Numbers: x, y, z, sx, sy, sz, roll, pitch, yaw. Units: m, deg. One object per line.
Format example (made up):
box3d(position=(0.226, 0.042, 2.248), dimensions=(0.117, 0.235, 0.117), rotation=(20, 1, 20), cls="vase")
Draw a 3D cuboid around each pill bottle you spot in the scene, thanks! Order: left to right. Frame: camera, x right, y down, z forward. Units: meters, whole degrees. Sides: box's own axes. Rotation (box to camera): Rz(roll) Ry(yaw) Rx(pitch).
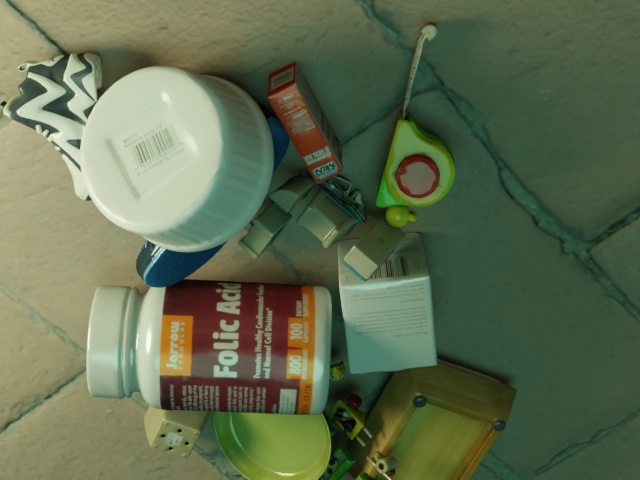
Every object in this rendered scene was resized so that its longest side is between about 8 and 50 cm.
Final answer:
box3d(position=(-0.184, 0.177, 1.767), dimensions=(0.392, 0.224, 0.224), rotation=(3, 120, -4), cls="pill bottle")

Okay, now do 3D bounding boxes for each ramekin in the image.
box3d(position=(-0.221, -0.126, 1.555), dimensions=(0.277, 0.135, 0.277), rotation=(-2, 84, 21), cls="ramekin")

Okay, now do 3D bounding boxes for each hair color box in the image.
box3d(position=(-0.023, -0.184, 1.637), dimensions=(0.053, 0.093, 0.167), rotation=(-25, 117, 13), cls="hair color box")

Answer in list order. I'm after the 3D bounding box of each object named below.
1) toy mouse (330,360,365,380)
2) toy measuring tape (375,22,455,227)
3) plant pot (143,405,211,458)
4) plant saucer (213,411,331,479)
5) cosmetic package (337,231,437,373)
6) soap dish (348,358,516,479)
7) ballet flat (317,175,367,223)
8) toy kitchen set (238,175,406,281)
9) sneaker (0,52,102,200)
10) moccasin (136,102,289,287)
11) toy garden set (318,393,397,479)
box3d(position=(0.078, 0.220, 1.864), dimensions=(0.143, 0.161, 0.031), rotation=(-18, 87, -8), cls="toy mouse")
box3d(position=(0.173, -0.170, 1.648), dimensions=(0.121, 0.121, 0.330), rotation=(11, 110, -8), cls="toy measuring tape")
box3d(position=(-0.263, 0.338, 1.931), dimensions=(0.109, 0.096, 0.109), rotation=(21, 117, -14), cls="plant pot")
box3d(position=(-0.084, 0.348, 1.932), dimensions=(0.241, 0.037, 0.241), rotation=(8, 111, 22), cls="plant saucer")
box3d(position=(0.112, 0.106, 1.776), dimensions=(0.151, 0.151, 0.183), rotation=(-5, 120, 2), cls="cosmetic package")
box3d(position=(0.203, 0.365, 1.950), dimensions=(0.229, 0.118, 0.291), rotation=(20, 116, -13), cls="soap dish")
box3d(position=(0.045, -0.074, 1.737), dimensions=(0.114, 0.041, 0.041), rotation=(40, 112, -23), cls="ballet flat")
box3d(position=(0.000, 0.000, 1.726), dimensions=(0.207, 0.122, 0.166), rotation=(41, 127, 5), cls="toy kitchen set")
box3d(position=(-0.418, -0.177, 1.629), dimensions=(0.153, 0.094, 0.235), rotation=(2, 120, -2), cls="sneaker")
box3d(position=(-0.183, -0.075, 1.684), dimensions=(0.342, 0.117, 0.138), rotation=(-48, 151, 9), cls="moccasin")
box3d(position=(0.056, 0.422, 1.912), dimensions=(0.049, 0.244, 0.204), rotation=(-7, 141, -49), cls="toy garden set")
